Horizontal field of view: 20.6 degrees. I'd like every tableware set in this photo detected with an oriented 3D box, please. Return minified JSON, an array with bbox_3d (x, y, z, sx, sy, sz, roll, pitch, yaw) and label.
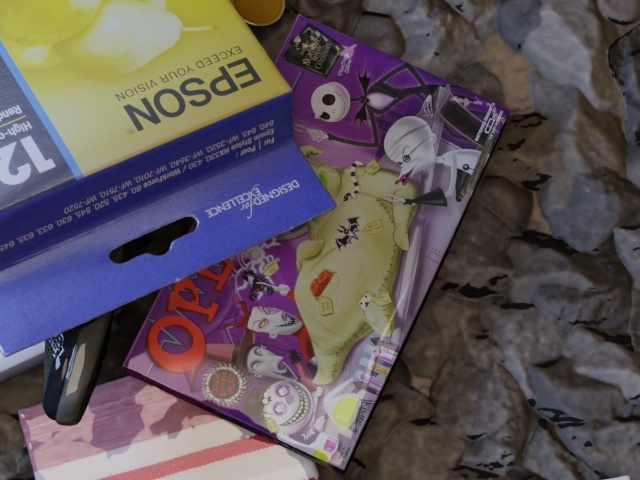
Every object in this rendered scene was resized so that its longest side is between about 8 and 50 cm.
[{"bbox_3d":[-0.048,-0.239,1.539,0.154,0.024,0.104,-9,74,-15],"label":"tableware set"}]

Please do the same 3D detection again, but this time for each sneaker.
[{"bbox_3d":[-0.226,0.034,1.417,0.130,0.087,0.227,6,76,-5],"label":"sneaker"}]

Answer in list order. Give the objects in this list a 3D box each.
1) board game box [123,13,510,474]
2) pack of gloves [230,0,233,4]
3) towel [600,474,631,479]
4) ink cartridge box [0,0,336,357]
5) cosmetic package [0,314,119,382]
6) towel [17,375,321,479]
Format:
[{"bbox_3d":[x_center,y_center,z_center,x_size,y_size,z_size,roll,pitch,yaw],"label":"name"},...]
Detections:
[{"bbox_3d":[0.000,0.000,1.506,0.208,0.056,0.346,23,77,8],"label":"board game box"},{"bbox_3d":[-0.172,-0.209,1.535,0.195,0.046,0.232,4,70,-14],"label":"pack of gloves"},{"bbox_3d":[0.222,0.309,1.495,0.144,0.029,0.197,-15,83,-1],"label":"towel"},{"bbox_3d":[-0.186,-0.101,1.399,0.304,0.072,0.307,-25,65,-23],"label":"ink cartridge box"},{"bbox_3d":[-0.383,-0.034,1.518,0.284,0.097,0.377,-26,84,1],"label":"cosmetic package"},{"bbox_3d":[-0.104,0.266,1.488,0.237,0.037,0.329,-16,77,0],"label":"towel"}]
